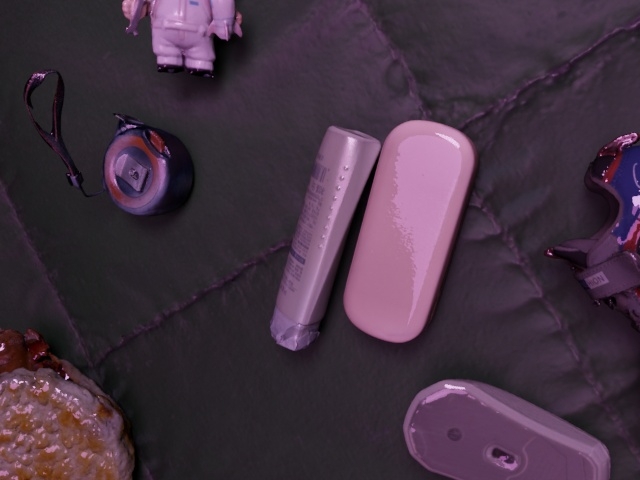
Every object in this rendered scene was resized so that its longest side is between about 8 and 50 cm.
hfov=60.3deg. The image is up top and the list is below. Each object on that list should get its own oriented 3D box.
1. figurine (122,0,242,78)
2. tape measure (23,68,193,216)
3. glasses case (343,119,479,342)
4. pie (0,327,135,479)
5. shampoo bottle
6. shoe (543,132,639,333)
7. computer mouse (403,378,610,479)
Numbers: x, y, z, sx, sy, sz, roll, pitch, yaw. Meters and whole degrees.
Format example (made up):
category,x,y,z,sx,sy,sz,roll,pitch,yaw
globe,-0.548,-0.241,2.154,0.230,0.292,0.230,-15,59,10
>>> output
category,x,y,z,sx,sy,sz,roll,pitch,yaw
figurine,-0.122,-0.272,0.515,0.138,0.112,0.228,4,107,-4
tape measure,-0.211,-0.082,0.548,0.107,0.180,0.104,28,91,20
glasses case,0.079,-0.006,0.487,0.083,0.050,0.196,20,105,19
pie,-0.354,0.268,0.694,0.257,0.105,0.274,33,110,7
shampoo bottle,0.000,0.000,0.520,0.072,0.049,0.212,46,123,57
shoe,0.228,0.025,0.393,0.126,0.099,0.227,2,92,16
computer mouse,0.163,0.175,0.471,0.182,0.056,0.089,23,107,11
